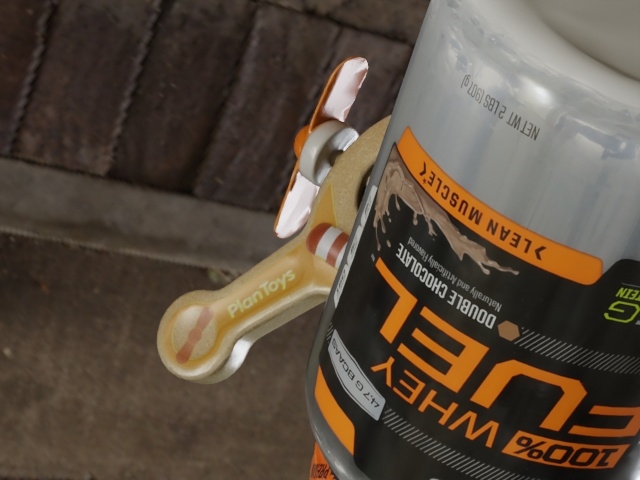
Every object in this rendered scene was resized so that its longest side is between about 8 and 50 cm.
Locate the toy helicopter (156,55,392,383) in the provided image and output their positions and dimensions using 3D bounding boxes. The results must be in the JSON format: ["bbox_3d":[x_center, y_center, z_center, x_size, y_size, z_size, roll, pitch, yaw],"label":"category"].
[{"bbox_3d":[0.000,0.000,1.329,0.355,0.235,0.140,-32,156,14],"label":"toy helicopter"}]

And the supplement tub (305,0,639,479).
[{"bbox_3d":[0.114,0.025,0.799,0.207,0.207,0.338,-7,132,-31],"label":"supplement tub"}]
